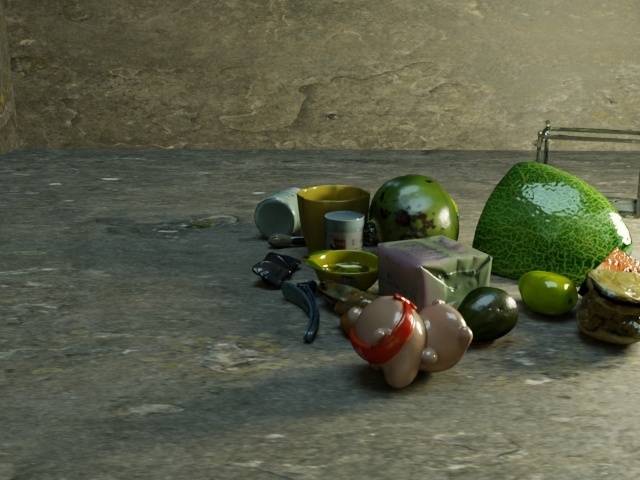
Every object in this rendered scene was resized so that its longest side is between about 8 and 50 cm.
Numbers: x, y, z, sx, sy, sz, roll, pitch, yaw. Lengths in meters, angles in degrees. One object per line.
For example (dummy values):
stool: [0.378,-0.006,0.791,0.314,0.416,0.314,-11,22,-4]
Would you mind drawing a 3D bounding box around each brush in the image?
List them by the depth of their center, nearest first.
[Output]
brush: [0.000,0.000,2.221,0.300,0.039,0.042,0,19,-11]

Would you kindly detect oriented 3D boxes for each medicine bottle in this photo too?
medicine bottle: [-0.106,-0.082,2.322,0.135,0.135,0.168,5,16,19]

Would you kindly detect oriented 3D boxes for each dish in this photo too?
dish: [0.057,0.082,1.839,0.208,0.080,0.149,5,20,13]

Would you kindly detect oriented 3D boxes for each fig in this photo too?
fig: [0.305,0.156,1.546,0.178,0.117,0.117,-22,25,-28]

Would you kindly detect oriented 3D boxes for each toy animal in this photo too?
toy animal: [0.151,0.174,1.395,0.198,0.171,0.171,3,14,-16]

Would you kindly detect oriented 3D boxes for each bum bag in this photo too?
bum bag: [-0.111,0.071,1.945,0.087,0.049,0.197,27,20,5]

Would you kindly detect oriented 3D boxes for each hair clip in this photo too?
hair clip: [-0.028,0.146,1.678,0.083,0.048,0.275,1,16,-10]

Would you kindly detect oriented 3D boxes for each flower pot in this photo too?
flower pot: [0.037,-0.044,2.095,0.195,0.179,0.195,-2,17,1]

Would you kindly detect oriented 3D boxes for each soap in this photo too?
soap: [0.245,0.080,1.727,0.182,0.138,0.199,-6,16,-23]

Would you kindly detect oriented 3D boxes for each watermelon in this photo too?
watermelon: [0.635,0.107,1.706,0.193,0.145,0.137,10,45,-10]

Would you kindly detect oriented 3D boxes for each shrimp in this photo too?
shrimp: [0.078,0.127,1.715,0.217,0.051,0.115,14,-1,42]

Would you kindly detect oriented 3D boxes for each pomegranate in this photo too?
pomegranate: [0.226,-0.043,2.013,0.271,0.254,0.254,-18,21,-18]

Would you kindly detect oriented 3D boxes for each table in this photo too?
table: [0.895,-0.241,2.597,0.335,0.272,0.222,6,18,22]

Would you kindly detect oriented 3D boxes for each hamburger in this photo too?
hamburger: [0.586,0.142,1.540,0.159,0.131,0.185,7,22,-5]

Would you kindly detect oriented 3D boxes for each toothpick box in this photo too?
toothpick box: [0.058,0.012,1.946,0.101,0.153,0.101,-1,16,0]

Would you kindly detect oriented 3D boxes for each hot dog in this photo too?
hot dog: [0.087,0.162,1.591,0.090,0.060,0.140,-6,13,-33]

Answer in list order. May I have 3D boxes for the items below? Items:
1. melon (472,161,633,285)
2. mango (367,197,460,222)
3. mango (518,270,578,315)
melon: [0.593,-0.016,1.967,0.344,0.226,0.331,14,60,42]
mango: [0.250,-0.066,2.233,0.293,0.142,0.175,-6,1,-7]
mango: [0.496,0.109,1.710,0.117,0.089,0.163,2,15,6]
